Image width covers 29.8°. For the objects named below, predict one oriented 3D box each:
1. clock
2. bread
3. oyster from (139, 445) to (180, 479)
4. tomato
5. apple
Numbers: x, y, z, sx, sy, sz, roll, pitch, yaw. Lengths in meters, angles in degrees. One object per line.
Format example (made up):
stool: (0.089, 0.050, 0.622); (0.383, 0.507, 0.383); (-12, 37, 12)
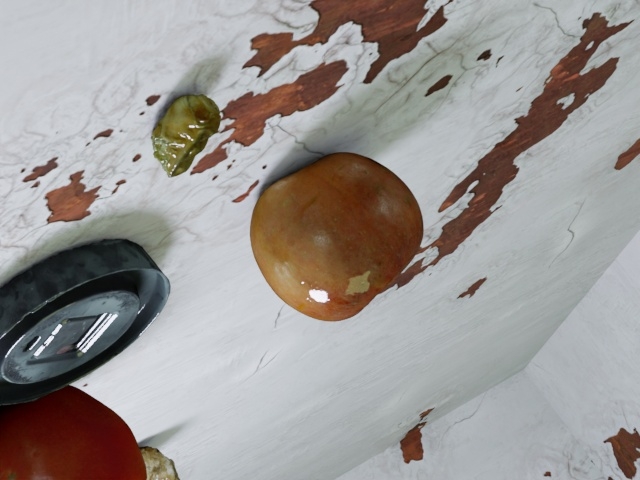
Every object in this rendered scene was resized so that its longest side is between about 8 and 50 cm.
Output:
clock: (-0.355, 0.115, 1.659); (0.312, 0.061, 0.312); (-31, 160, -13)
bread: (-0.162, -0.128, 1.425); (0.066, 0.060, 0.110); (17, 131, -31)
oyster: (-0.396, 0.483, 2.406); (0.232, 0.107, 0.161); (-19, 167, 8)
tomato: (-0.417, 0.355, 1.801); (0.298, 0.299, 0.226); (-37, 162, 6)
apple: (0.020, -0.012, 1.773); (0.253, 0.253, 0.253); (-31, 160, -13)
